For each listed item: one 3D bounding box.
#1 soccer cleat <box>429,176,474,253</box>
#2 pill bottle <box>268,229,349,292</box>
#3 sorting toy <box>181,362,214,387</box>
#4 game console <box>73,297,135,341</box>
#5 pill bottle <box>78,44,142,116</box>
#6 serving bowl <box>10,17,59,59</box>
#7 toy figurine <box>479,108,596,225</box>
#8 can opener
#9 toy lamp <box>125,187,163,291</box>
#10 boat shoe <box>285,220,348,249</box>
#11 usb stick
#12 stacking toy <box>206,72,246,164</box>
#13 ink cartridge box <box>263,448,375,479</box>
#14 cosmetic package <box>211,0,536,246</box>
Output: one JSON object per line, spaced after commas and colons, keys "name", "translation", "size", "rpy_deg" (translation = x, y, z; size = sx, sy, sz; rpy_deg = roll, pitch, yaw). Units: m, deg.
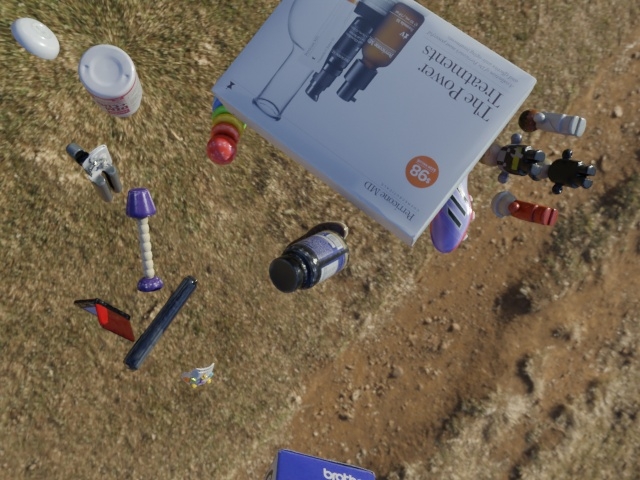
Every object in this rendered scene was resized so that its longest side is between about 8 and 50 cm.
{"name": "soccer cleat", "translation": [0.215, -0.104, 0.888], "size": [0.095, 0.083, 0.248], "rpy_deg": [19, 80, -29]}
{"name": "pill bottle", "translation": [-0.029, 0.057, 1.365], "size": [0.219, 0.123, 0.123], "rpy_deg": [-25, 121, -49]}
{"name": "sorting toy", "translation": [-0.305, 0.339, 1.339], "size": [0.083, 0.045, 0.075], "rpy_deg": [-10, 148, -35]}
{"name": "game console", "translation": [-0.591, 0.222, 1.425], "size": [0.124, 0.085, 0.144], "rpy_deg": [-7, 150, 19]}
{"name": "pill bottle", "translation": [-0.656, -0.493, 1.657], "size": [0.160, 0.283, 0.160], "rpy_deg": [0, 89, -13]}
{"name": "serving bowl", "translation": [-0.505, -0.366, 0.933], "size": [0.027, 0.083, 0.083], "rpy_deg": [-36, 121, 24]}
{"name": "toy figurine", "translation": [0.444, -0.157, 1.088], "size": [0.213, 0.148, 0.209], "rpy_deg": [-42, 124, -14]}
{"name": "can opener", "translation": [-0.566, -0.179, 1.333], "size": [0.093, 0.280, 0.074], "rpy_deg": [41, 71, 3]}
{"name": "toy lamp", "translation": [-0.468, -0.002, 1.380], "size": [0.080, 0.080, 0.275], "rpy_deg": [-5, 110, -20]}
{"name": "boat shoe", "translation": [-0.003, -0.008, 1.799], "size": [0.095, 0.257, 0.095], "rpy_deg": [-21, 91, -57]}
{"name": "usb stick", "translation": [-0.408, 0.211, 1.341], "size": [0.045, 0.077, 0.278], "rpy_deg": [32, 61, -2]}
{"name": "stacking toy", "translation": [-0.280, -0.365, 1.586], "size": [0.141, 0.330, 0.141], "rpy_deg": [3, 142, 2]}
{"name": "ink cartridge box", "translation": [-0.037, 0.458, 0.632], "size": [0.151, 0.395, 0.270], "rpy_deg": [18, 118, -11]}
{"name": "cosmetic package", "translation": [0.072, -0.216, 0.783], "size": [0.377, 0.097, 0.284], "rpy_deg": [37, 90, 10]}
